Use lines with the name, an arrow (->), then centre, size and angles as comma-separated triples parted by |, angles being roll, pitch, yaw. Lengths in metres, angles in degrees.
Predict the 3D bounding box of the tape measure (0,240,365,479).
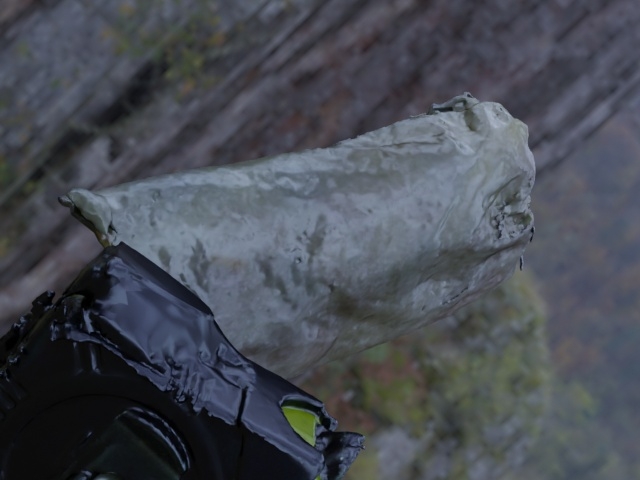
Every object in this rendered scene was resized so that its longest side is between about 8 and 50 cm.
tape measure -> -0.102, 0.123, 0.990 | 0.199, 0.186, 0.112 | 40, 15, -1

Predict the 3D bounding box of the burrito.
burrito -> -0.001, 0.012, 1.199 | 0.347, 0.175, 0.107 | -14, 31, -28
